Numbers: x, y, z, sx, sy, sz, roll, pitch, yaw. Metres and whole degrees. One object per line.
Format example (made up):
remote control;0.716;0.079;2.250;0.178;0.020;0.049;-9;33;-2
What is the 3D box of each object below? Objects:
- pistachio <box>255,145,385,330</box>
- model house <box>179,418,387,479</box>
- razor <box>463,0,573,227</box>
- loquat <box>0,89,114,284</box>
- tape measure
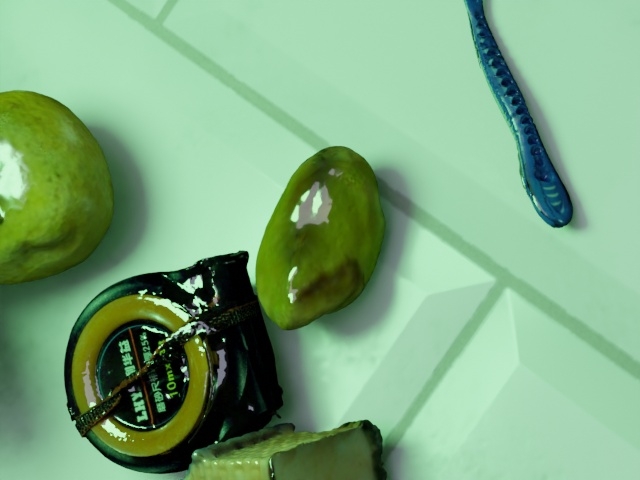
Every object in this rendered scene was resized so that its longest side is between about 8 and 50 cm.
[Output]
pistachio;-0.003;0.001;1.570;0.110;0.100;0.189;6;77;45
model house;-0.046;0.272;1.512;0.172;0.166;0.183;-8;91;38
razor;0.182;-0.160;1.547;0.056;0.093;0.324;-36;65;58
loquat;-0.326;-0.056;1.669;0.213;0.213;0.213;-5;78;24
tape measure;-0.147;0.127;1.592;0.223;0.135;0.202;-19;82;22
